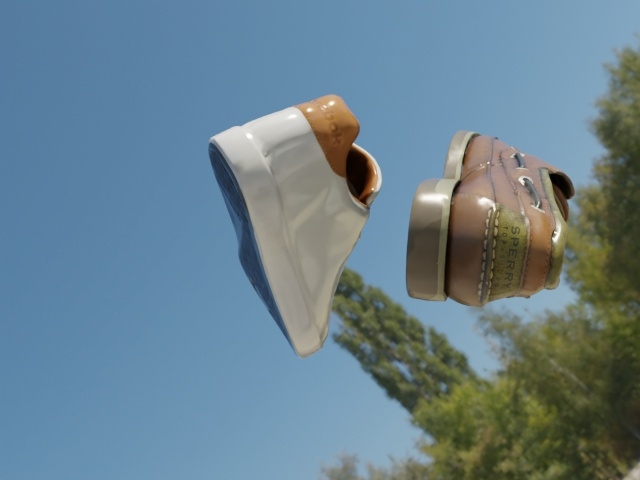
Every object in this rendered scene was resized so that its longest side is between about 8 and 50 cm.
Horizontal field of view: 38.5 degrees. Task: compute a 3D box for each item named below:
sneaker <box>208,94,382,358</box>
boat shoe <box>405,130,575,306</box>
[{"bbox_3d":[0.000,0.000,0.731,0.123,0.106,0.290,-29,-28,-13],"label":"sneaker"},{"bbox_3d":[0.140,-0.015,0.709,0.307,0.104,0.111,-51,-36,-67],"label":"boat shoe"}]
